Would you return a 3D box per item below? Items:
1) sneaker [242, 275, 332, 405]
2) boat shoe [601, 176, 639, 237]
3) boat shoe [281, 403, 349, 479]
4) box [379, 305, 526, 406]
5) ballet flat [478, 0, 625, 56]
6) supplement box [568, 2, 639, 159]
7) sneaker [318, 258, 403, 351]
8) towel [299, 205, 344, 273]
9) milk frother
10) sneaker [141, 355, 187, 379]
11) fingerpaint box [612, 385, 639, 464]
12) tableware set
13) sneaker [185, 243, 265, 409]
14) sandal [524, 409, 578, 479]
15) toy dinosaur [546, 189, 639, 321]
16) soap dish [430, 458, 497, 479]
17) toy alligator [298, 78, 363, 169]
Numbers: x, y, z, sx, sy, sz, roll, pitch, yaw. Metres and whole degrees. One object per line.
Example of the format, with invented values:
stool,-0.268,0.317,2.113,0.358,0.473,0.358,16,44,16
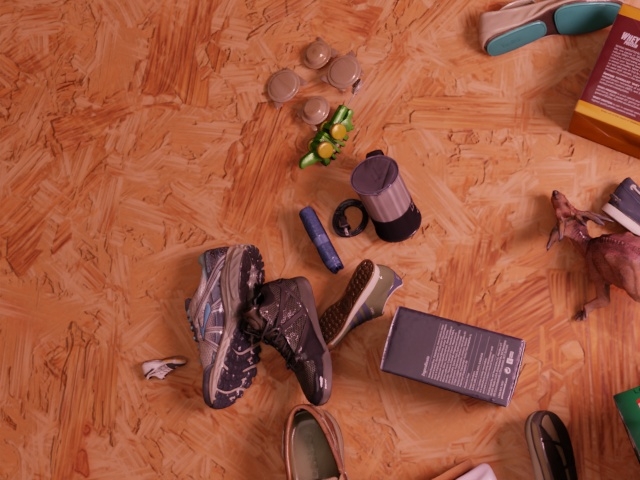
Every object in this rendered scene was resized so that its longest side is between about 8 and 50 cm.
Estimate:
sneaker,-0.059,0.169,1.531,0.130,0.087,0.228,-3,66,-31
boat shoe,0.573,-0.006,1.479,0.254,0.095,0.079,39,101,22
boat shoe,-0.002,0.410,1.465,0.122,0.120,0.324,-19,63,2
box,0.212,0.186,1.480,0.207,0.153,0.108,15,84,12
ballet flat,0.388,-0.387,1.583,0.248,0.086,0.086,-13,79,9
supplement box,0.533,-0.244,1.502,0.191,0.129,0.194,24,86,13
sneaker,0.068,0.120,1.560,0.192,0.086,0.064,-57,37,23
towel,0.000,0.000,1.592,0.029,0.067,0.119,-28,78,3
milk frother,0.076,-0.066,1.554,0.143,0.135,0.129,-30,46,2
sneaker,-0.271,0.224,1.628,0.083,0.032,0.037,-10,93,14
fingerpaint box,0.684,0.314,1.268,0.444,0.163,0.371,-24,111,12
tableware set,-0.010,-0.284,1.651,0.169,0.020,0.141,-46,61,4
sneaker,-0.173,0.146,1.598,0.122,0.110,0.283,2,78,29
sandal,0.358,0.420,1.452,0.086,0.120,0.303,-17,75,36
toy dinosaur,0.460,0.025,1.429,0.127,0.295,0.200,-42,116,-23
soap dish,0.229,0.493,1.400,0.118,0.229,0.291,-27,76,22
toy alligator,0.033,-0.193,1.629,0.051,0.056,0.190,37,87,-28
